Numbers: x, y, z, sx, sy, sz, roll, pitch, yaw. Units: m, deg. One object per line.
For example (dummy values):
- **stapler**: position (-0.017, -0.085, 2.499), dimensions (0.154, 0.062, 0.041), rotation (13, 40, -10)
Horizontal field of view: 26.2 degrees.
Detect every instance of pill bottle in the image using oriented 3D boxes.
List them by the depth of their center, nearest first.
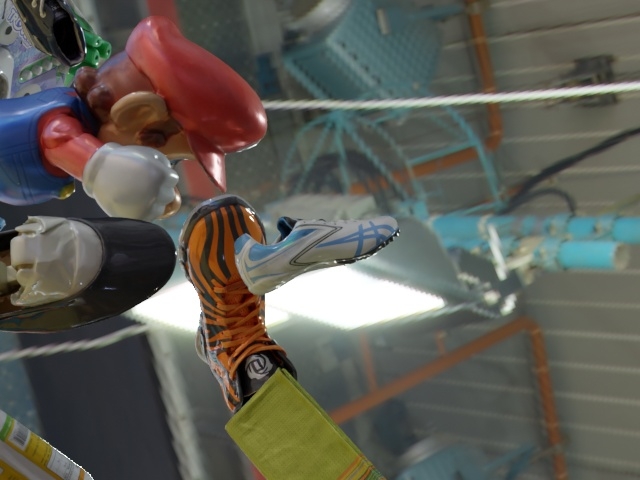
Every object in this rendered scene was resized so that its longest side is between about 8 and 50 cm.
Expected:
- **pill bottle**: position (-0.421, 0.370, 2.025), dimensions (0.245, 0.136, 0.136), rotation (40, -37, -17)

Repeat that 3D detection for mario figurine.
- **mario figurine**: position (-0.195, -0.048, 1.039), dimensions (0.170, 0.320, 0.198), rotation (82, -6, -54)

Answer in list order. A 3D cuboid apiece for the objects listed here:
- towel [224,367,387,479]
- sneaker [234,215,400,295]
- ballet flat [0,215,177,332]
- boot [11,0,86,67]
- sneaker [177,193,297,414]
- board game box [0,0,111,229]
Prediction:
- **towel**: position (-0.009, 0.250, 1.522), dimensions (0.102, 0.021, 0.237), rotation (-45, -124, 0)
- **sneaker**: position (0.000, 0.000, 1.727), dimensions (0.085, 0.237, 0.086), rotation (-24, -96, 58)
- **ballet flat**: position (-0.191, 0.022, 0.839), dimensions (0.203, 0.074, 0.074), rotation (-10, -79, 9)
- **boot**: position (-0.321, -0.290, 1.574), dimensions (0.086, 0.069, 0.190), rotation (35, -26, 45)
- **sneaker**: position (-0.093, 0.100, 1.784), dimensions (0.180, 0.124, 0.321), rotation (-124, -160, -44)
- **board game box**: position (-0.449, -0.192, 1.863), dimensions (0.050, 0.390, 0.390), rotation (26, -11, 17)
